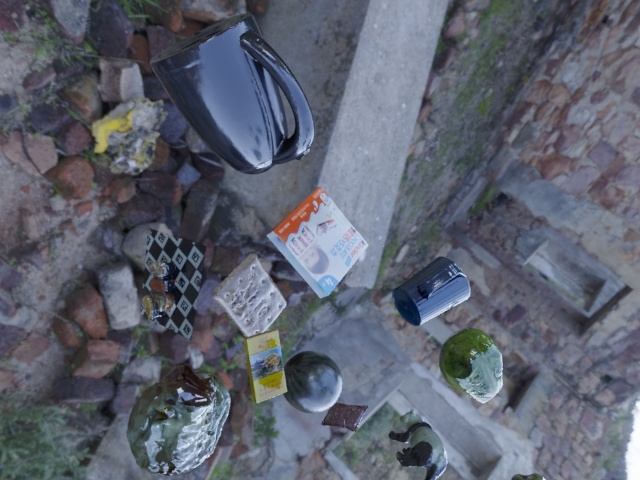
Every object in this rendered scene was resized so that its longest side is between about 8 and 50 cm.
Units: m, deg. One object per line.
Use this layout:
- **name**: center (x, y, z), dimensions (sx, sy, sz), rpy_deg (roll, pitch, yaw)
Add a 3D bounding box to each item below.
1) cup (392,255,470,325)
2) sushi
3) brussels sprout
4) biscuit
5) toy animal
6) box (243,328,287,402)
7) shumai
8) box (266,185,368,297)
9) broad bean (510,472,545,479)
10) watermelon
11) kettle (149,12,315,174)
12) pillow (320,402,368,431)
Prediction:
- **cup**: center (0.275, 0.121, 1.185), dimensions (0.155, 0.131, 0.176), rpy_deg (-29, 158, -20)
- **sushi**: center (-0.465, 0.125, 1.422), dimensions (0.050, 0.264, 0.289), rpy_deg (-3, 106, -56)
- **brussels sprout**: center (0.552, 0.459, 1.747), dimensions (0.220, 0.271, 0.210), rpy_deg (-32, 178, -6)
- **biscuit**: center (-0.243, 0.214, 1.729), dimensions (0.217, 0.044, 0.324), rpy_deg (-46, 138, -22)
- **toy animal**: center (0.267, 0.557, 1.315), dimensions (0.121, 0.094, 0.225), rpy_deg (-42, -167, 3)
- **box**: center (-0.130, 0.297, 1.139), dimensions (0.087, 0.155, 0.023), rpy_deg (-10, -176, -32)
- **shumai**: center (-0.342, 0.410, 1.085), dimensions (0.271, 0.222, 0.203), rpy_deg (-62, 171, -9)
- **box**: center (0.000, 0.000, 1.530), dimensions (0.048, 0.265, 0.273), rpy_deg (-29, -165, 49)
- **broad bean**: center (0.682, 0.867, 1.518), dimensions (0.121, 0.263, 0.189), rpy_deg (-18, 127, 18)
- **watermelon**: center (-0.028, 0.477, 1.619), dimensions (0.212, 0.212, 0.212), rpy_deg (-40, 158, -20)
- **kettle**: center (-0.144, -0.262, 0.924), dimensions (0.207, 0.269, 0.290), rpy_deg (-53, 130, -39)
- **pillow**: center (0.096, 0.694, 1.889), dimensions (0.185, 0.043, 0.118), rpy_deg (-9, -145, 42)
